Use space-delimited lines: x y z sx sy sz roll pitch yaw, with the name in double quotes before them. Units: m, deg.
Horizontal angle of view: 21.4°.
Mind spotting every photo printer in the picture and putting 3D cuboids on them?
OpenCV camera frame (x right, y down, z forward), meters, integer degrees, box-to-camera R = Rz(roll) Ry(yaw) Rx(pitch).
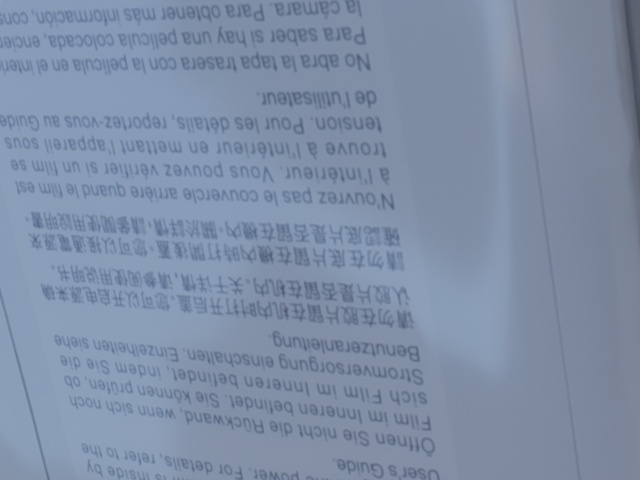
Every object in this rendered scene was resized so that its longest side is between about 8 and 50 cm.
"photo printer" 0.000 0.000 0.465 0.107 0.256 0.308 -38 -57 -51
